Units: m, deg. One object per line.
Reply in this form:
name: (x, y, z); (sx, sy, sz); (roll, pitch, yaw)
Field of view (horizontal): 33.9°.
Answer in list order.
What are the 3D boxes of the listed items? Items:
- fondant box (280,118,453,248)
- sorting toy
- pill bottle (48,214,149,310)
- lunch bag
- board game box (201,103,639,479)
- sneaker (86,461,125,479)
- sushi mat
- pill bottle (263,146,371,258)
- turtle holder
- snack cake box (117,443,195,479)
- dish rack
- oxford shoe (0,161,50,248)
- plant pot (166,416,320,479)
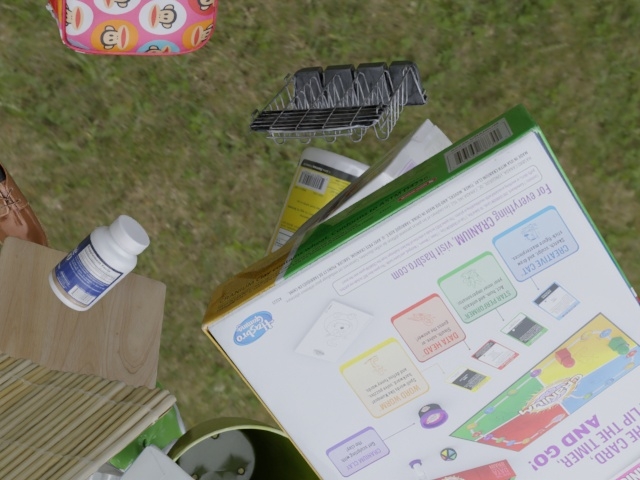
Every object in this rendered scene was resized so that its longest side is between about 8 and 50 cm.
fondant box: (0.059, -0.032, 1.708); (0.096, 0.238, 0.330); (46, 124, -4)
sorting toy: (-0.374, 0.150, 1.554); (0.256, 0.257, 0.089); (19, 135, -21)
pill bottle: (-0.265, 0.025, 1.269); (0.120, 0.067, 0.067); (-41, 128, 16)
lunch bag: (-0.260, -0.379, 1.391); (0.258, 0.120, 0.293); (-5, 141, -22)
board game box: (0.111, 0.107, 0.697); (0.242, 0.064, 0.316); (-30, 106, 13)
sneaker: (-0.249, 0.312, 1.277); (0.090, 0.235, 0.095); (-66, 161, 4)
sushi mat: (-0.215, 0.134, 0.541); (0.316, 0.152, 0.019); (-37, 132, -62)
pill bottle: (0.000, 0.000, 2.065); (0.188, 0.188, 0.333); (20, 91, -35)
turtle holder: (-0.331, 0.377, 1.902); (0.243, 0.320, 0.227); (-55, 126, -37)
snack cake box: (-0.072, 0.254, 0.767); (0.089, 0.152, 0.264); (-50, 162, -17)
dish rack: (0.025, -0.185, 1.478); (0.208, 0.271, 0.074); (-2, 116, 19)
oxford shoe: (-0.503, -0.056, 1.677); (0.076, 0.076, 0.212); (-34, 87, -25)
plant pot: (-0.142, 0.388, 1.642); (0.275, 0.293, 0.274); (-1, 94, -13)
